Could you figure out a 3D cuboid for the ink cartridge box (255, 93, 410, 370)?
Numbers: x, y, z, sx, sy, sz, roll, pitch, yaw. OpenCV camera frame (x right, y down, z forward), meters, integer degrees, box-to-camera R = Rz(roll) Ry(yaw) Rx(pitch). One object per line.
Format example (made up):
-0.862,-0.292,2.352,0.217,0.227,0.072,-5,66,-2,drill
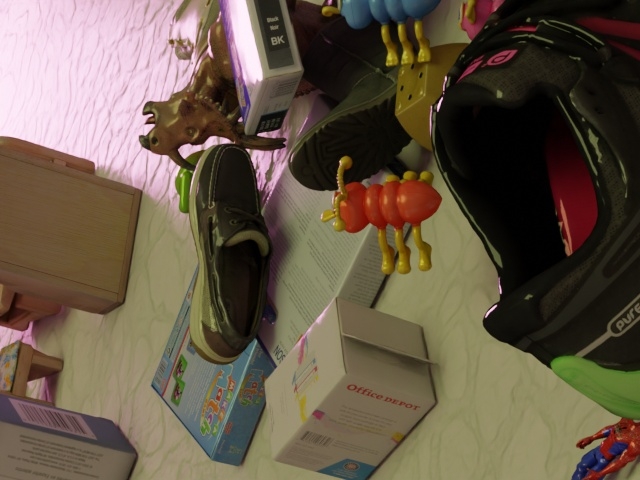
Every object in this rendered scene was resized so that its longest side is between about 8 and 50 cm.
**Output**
0.000,0.000,1.751,0.224,0.045,0.223,-62,28,16,ink cartridge box

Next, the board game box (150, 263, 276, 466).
-0.104,0.119,1.898,0.160,0.039,0.211,-68,26,8,board game box

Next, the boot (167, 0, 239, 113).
-0.128,-0.218,2.120,0.165,0.077,0.213,-9,61,61,boot

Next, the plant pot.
0.111,-0.123,1.568,0.081,0.083,0.082,-31,48,54,plant pot

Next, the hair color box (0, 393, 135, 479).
-0.370,0.373,2.102,0.113,0.185,0.375,37,107,63,hair color box

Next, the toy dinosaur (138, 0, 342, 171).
-0.046,-0.186,1.896,0.295,0.127,0.200,-17,69,41,toy dinosaur

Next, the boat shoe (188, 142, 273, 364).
-0.079,0.006,1.764,0.073,0.080,0.224,-23,58,49,boat shoe

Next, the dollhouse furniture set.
-0.438,0.027,2.378,0.394,0.256,0.362,-28,50,56,dollhouse furniture set

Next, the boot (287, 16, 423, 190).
0.021,-0.138,1.706,0.189,0.076,0.208,-30,34,-11,boot

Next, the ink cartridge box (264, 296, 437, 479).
0.028,0.124,1.568,0.143,0.092,0.090,-51,32,35,ink cartridge box

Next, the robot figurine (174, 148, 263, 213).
-0.110,-0.051,1.959,0.115,0.101,0.067,47,115,28,robot figurine

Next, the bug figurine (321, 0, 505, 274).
0.100,-0.119,1.473,0.216,0.072,0.279,-8,63,18,bug figurine

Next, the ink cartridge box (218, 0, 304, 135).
-0.067,-0.224,1.737,0.206,0.045,0.208,122,135,-77,ink cartridge box

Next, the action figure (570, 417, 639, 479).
0.196,0.155,1.288,0.115,0.030,0.038,-52,27,33,action figure

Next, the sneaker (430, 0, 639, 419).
0.183,-0.116,1.279,0.185,0.202,0.483,-44,38,45,sneaker
